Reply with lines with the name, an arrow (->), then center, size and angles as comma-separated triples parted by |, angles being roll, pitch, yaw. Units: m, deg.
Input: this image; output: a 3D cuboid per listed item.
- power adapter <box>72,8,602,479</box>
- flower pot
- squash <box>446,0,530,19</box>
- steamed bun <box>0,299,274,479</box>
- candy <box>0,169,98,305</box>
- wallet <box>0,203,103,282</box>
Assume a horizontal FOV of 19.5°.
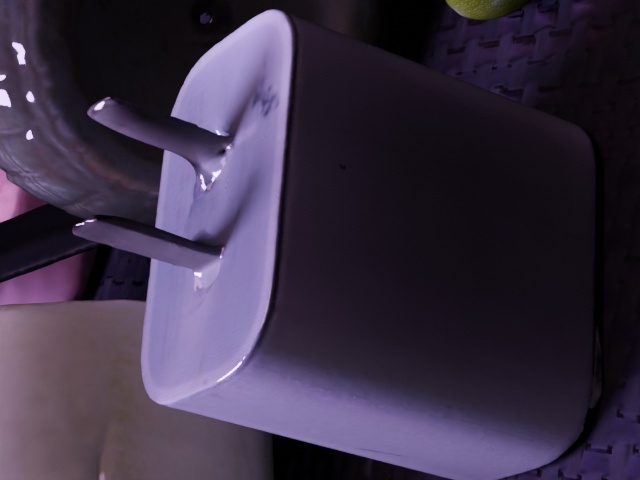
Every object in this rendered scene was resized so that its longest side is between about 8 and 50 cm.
power adapter -> 0.000, 0.000, 0.899 | 0.124, 0.255, 0.187 | -29, 51, 52
flower pot -> -0.100, -0.164, 1.116 | 0.213, 0.302, 0.301 | 26, 97, 60
squash -> 0.144, -0.191, 0.950 | 0.252, 0.066, 0.066 | -36, 46, 42
steamed bun -> -0.227, 0.234, 1.097 | 0.456, 0.290, 0.371 | -30, 52, 48
candy -> -0.259, 0.001, 1.455 | 0.255, 0.094, 0.255 | -31, 50, 46
wallet -> -0.226, 0.015, 1.239 | 0.146, 0.285, 0.030 | -132, 23, -73
